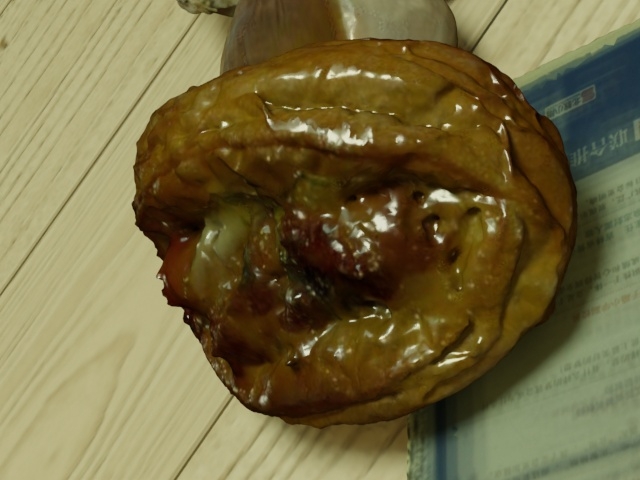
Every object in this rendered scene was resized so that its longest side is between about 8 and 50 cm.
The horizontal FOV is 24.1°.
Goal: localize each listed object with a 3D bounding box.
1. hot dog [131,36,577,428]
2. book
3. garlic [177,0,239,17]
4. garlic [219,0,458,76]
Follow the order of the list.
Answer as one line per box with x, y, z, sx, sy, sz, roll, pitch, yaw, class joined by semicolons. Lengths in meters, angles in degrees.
0.001;-0.003;0.650;0.099;0.161;0.227;-27;4;-41;hot dog
0.128;0.038;0.598;0.228;0.018;0.323;-24;46;33;book
-0.045;-0.202;0.898;0.131;0.127;0.194;-12;16;3;garlic
-0.009;-0.085;0.778;0.198;0.090;0.129;-1;73;53;garlic
